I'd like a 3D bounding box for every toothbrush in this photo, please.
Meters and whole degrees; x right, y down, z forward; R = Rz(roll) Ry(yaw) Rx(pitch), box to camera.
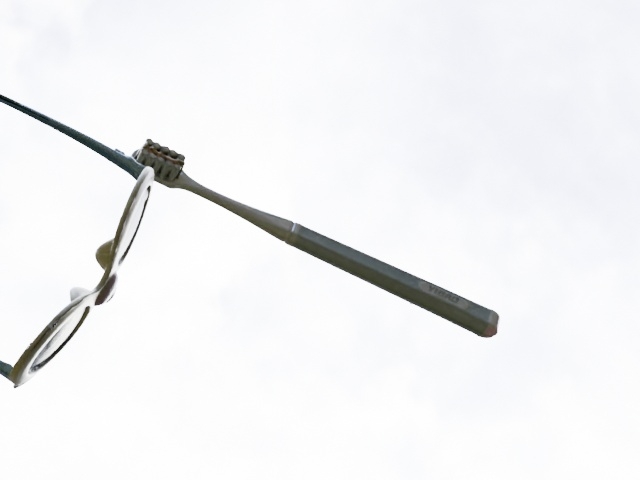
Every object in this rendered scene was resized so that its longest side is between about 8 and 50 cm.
[{"bbox_3d":[-0.001,0.001,1.115,0.342,0.025,0.030,27,-38,-9],"label":"toothbrush"}]

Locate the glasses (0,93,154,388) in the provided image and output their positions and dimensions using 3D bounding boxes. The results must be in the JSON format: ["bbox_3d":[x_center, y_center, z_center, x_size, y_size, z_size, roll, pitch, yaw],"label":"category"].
[{"bbox_3d":[-0.231,-0.023,0.942,0.220,0.190,0.088,39,-21,-21],"label":"glasses"}]
